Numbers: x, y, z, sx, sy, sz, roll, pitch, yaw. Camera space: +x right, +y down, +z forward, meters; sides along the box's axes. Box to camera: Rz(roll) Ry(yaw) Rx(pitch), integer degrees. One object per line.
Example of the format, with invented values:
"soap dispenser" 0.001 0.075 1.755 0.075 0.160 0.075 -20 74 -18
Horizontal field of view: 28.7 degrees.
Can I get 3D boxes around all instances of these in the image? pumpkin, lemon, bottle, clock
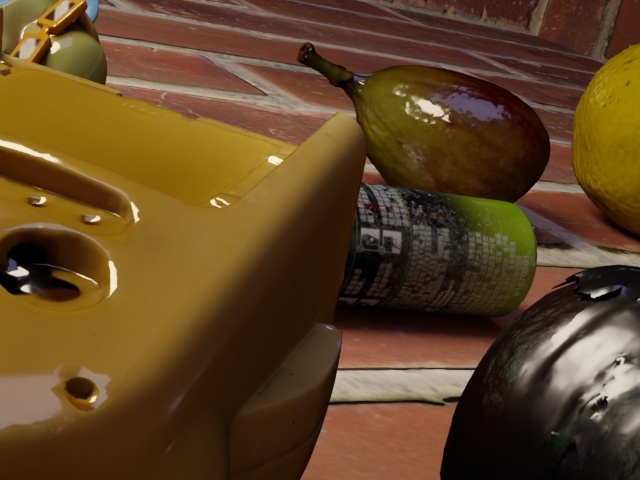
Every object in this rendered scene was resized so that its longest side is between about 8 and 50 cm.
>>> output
"pumpkin" 0.168 0.114 0.554 0.233 0.163 0.233 25 11 -5
"lemon" 0.392 -0.112 1.384 0.228 0.229 0.253 12 1 -9
"bottle" 0.000 0.000 0.899 0.330 0.093 0.093 6 19 -29
"clock" -0.132 0.049 0.488 0.244 0.200 0.317 16 24 12

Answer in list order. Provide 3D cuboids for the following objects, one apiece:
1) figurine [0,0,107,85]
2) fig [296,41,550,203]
"figurine" -0.312 -0.159 1.099 0.261 0.154 0.180 2 22 17
"fig" 0.095 -0.119 1.253 0.274 0.146 0.170 28 14 -10
